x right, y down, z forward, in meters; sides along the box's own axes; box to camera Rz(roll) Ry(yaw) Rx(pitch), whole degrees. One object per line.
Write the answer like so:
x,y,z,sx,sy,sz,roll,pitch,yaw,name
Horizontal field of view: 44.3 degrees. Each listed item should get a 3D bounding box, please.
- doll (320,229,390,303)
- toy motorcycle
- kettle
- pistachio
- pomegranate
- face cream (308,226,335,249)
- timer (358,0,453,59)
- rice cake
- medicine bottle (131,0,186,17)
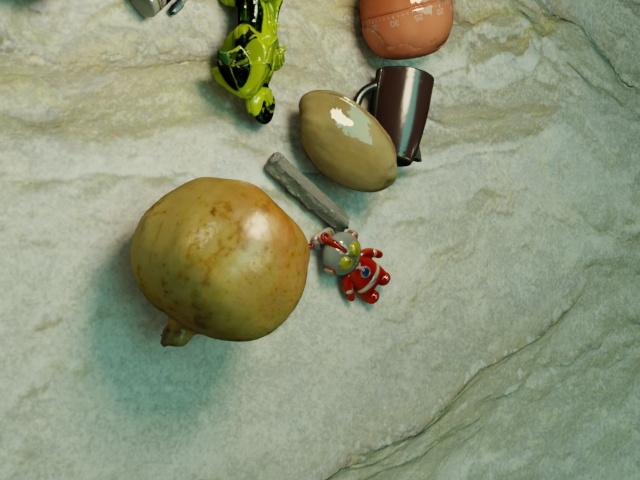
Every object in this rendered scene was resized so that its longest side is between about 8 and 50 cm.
0.076,0.053,1.841,0.245,0.076,0.142,46,70,-40,doll
-0.149,-0.428,1.661,0.206,0.142,0.342,29,61,-77,toy motorcycle
0.172,-0.302,1.932,0.202,0.144,0.232,13,80,-20,kettle
0.058,-0.225,1.794,0.293,0.181,0.162,43,32,-21,pistachio
-0.190,0.056,1.471,0.342,0.342,0.342,5,83,-41,pomegranate
0.000,0.000,1.822,0.083,0.021,0.040,-31,109,-38,face cream
0.209,-0.555,1.923,0.230,0.230,0.214,-21,109,-40,timer
-0.026,-0.107,1.792,0.270,0.049,0.055,40,40,-31,rice cake
-0.291,-0.528,1.604,0.220,0.061,0.092,-56,144,-29,medicine bottle
